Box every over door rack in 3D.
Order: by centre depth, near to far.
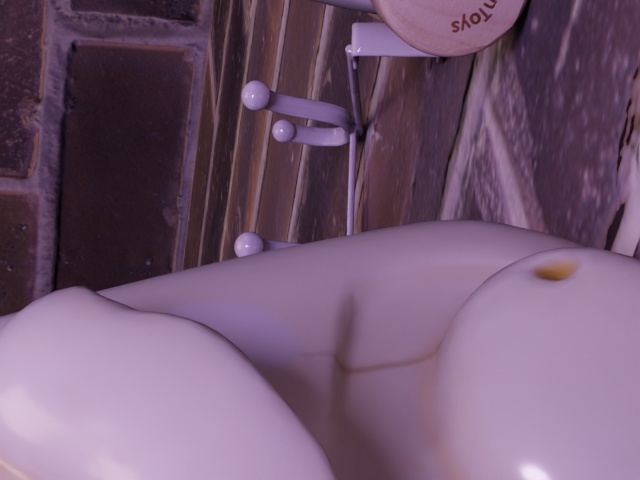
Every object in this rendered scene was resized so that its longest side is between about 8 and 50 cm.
[{"bbox_3d":[0.000,0.000,1.156,0.324,0.108,0.239,141,130,-78],"label":"over door rack"}]

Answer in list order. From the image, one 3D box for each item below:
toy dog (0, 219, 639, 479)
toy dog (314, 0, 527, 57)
[{"bbox_3d":[-0.064,0.093,0.570,0.395,0.408,0.284,-98,14,-47],"label":"toy dog"},{"bbox_3d":[-0.022,-0.214,0.867,0.220,0.334,0.161,34,107,51],"label":"toy dog"}]
